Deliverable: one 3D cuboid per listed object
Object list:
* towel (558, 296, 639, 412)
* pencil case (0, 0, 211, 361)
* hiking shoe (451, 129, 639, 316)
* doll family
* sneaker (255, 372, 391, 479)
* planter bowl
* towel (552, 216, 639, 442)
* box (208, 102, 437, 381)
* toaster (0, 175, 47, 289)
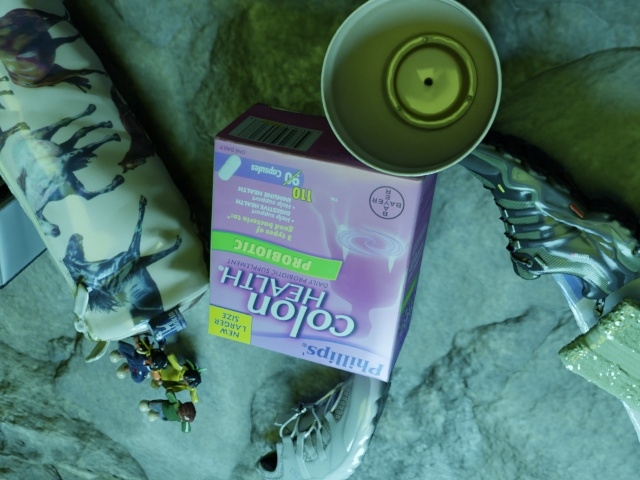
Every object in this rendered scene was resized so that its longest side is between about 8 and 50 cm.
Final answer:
[{"bbox_3d":[0.326,0.122,0.810,0.148,0.027,0.110,31,122,-16],"label":"towel"},{"bbox_3d":[-0.273,-0.078,0.883,0.160,0.183,0.410,-16,108,45],"label":"pencil case"},{"bbox_3d":[0.206,-0.019,0.791,0.227,0.086,0.114,37,117,12],"label":"hiking shoe"},{"bbox_3d":[-0.207,0.159,1.050,0.111,0.076,0.193,-9,119,44],"label":"doll family"},{"bbox_3d":[-0.004,0.242,1.003,0.115,0.105,0.281,30,123,3],"label":"sneaker"},{"bbox_3d":[0.094,-0.147,0.755,0.162,0.109,0.162,4,103,19],"label":"planter bowl"},{"bbox_3d":[0.385,0.098,0.832,0.209,0.034,0.285,-24,106,27],"label":"towel"},{"bbox_3d":[0.000,0.000,0.870,0.213,0.117,0.243,14,120,13],"label":"box"},{"bbox_3d":[-0.422,-0.028,0.968,0.168,0.186,0.110,14,124,13],"label":"toaster"}]
